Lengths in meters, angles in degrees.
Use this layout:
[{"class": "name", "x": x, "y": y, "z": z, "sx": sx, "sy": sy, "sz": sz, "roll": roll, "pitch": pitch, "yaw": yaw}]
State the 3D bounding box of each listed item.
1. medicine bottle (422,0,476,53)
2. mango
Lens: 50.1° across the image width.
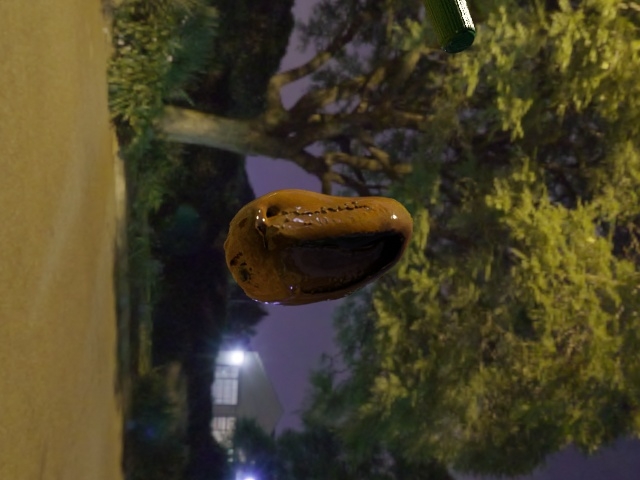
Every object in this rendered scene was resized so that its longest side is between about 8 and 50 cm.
[{"class": "medicine bottle", "x": 0.167, "y": -0.423, "z": 1.050, "sx": 0.111, "sy": 0.076, "sz": 0.309, "roll": 54, "pitch": 22, "yaw": -68}, {"class": "mango", "x": 0.000, "y": 0.000, "z": 0.870, "sx": 0.151, "sy": 0.248, "sz": 0.156, "roll": 125, "pitch": -55, "yaw": -67}]
